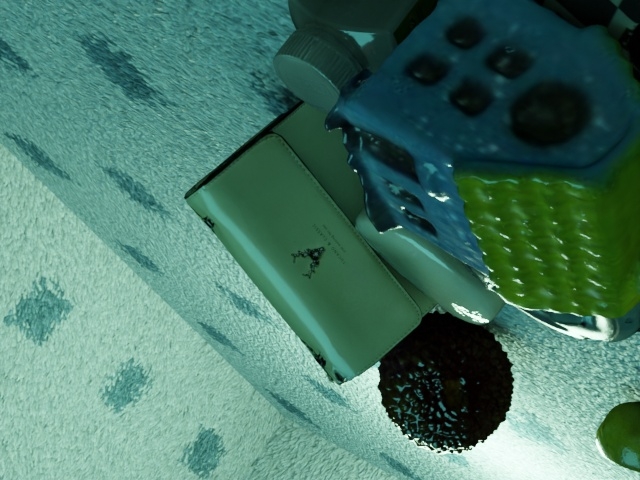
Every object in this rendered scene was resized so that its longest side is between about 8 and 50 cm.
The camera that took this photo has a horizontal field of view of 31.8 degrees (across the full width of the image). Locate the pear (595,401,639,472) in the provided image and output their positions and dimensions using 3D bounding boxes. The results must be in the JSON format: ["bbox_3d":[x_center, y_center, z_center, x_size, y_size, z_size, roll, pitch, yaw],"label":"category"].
[{"bbox_3d":[0.515,0.306,1.795,0.141,0.104,0.141,13,-168,-3],"label":"pear"}]

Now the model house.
[{"bbox_3d":[0.199,-0.068,1.034,0.303,0.215,0.237,33,164,34],"label":"model house"}]

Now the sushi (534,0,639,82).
[{"bbox_3d":[0.326,-0.132,1.005,0.343,0.064,0.359,44,171,10],"label":"sushi"}]

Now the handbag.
[{"bbox_3d":[0.000,0.000,1.633,0.358,0.236,0.160,51,164,-10],"label":"handbag"}]

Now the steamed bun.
[{"bbox_3d":[0.181,-0.001,1.530,0.241,0.146,0.164,41,164,-15],"label":"steamed bun"}]

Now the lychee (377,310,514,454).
[{"bbox_3d":[0.216,0.243,2.016,0.271,0.271,0.271,33,164,11],"label":"lychee"}]

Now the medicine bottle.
[{"bbox_3d":[0.041,-0.223,1.115,0.132,0.188,0.088,28,162,27],"label":"medicine bottle"}]

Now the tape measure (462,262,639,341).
[{"bbox_3d":[0.299,0.018,1.352,0.275,0.147,0.256,39,163,-16],"label":"tape measure"}]
